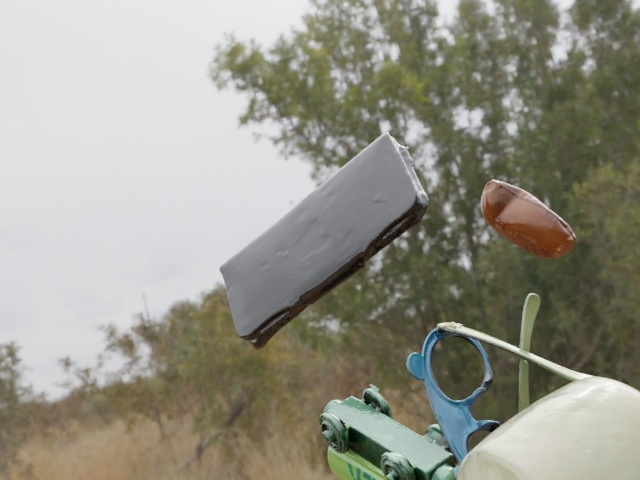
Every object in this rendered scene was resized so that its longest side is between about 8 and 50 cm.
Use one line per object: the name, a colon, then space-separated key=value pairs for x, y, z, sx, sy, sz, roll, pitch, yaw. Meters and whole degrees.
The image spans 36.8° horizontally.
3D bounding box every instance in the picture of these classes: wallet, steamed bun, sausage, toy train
wallet: x=0.000 y=0.000 z=1.484 sx=0.377 sy=0.197 sz=0.051 roll=-40 pitch=-49 yaw=16
steamed bun: x=0.220 y=0.238 z=0.810 sx=0.225 sy=0.200 sz=0.170 roll=-20 pitch=22 yaw=-37
sausage: x=0.346 y=-0.032 z=1.627 sx=0.089 sy=0.179 sz=0.089 roll=-53 pitch=-5 yaw=-7
toy train: x=0.096 y=0.298 z=1.256 sx=0.105 sy=0.157 sz=0.253 roll=-27 pitch=26 yaw=-29

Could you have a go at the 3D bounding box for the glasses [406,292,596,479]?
glasses: x=0.232 y=0.173 z=1.133 sx=0.207 sy=0.239 sz=0.102 roll=-36 pitch=-32 yaw=27
